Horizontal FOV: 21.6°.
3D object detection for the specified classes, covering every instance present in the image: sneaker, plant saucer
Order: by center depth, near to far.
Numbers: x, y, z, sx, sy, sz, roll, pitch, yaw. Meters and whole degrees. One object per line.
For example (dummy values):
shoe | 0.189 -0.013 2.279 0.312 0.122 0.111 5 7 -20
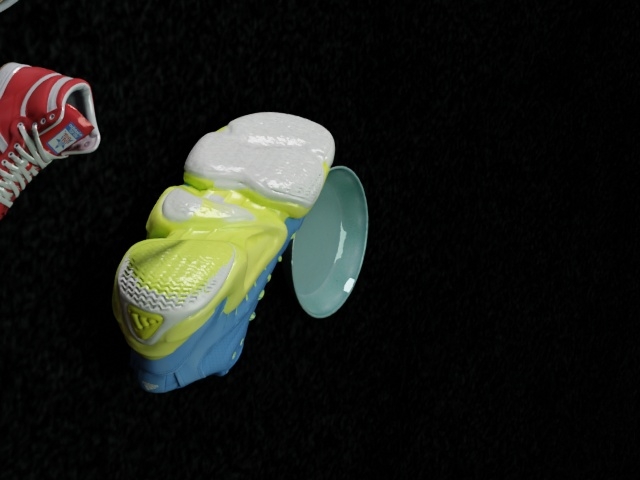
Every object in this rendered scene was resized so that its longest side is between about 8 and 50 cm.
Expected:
sneaker | -0.166 -0.043 0.936 0.042 0.067 0.118 40 64 -58
sneaker | -0.070 0.011 1.137 0.240 0.091 0.126 -48 157 -45
plant saucer | 0.000 0.000 1.301 0.119 0.021 0.119 -27 121 -56

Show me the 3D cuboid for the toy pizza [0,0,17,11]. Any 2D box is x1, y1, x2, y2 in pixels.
toy pizza | -0.181 -0.216 0.889 0.201 0.032 0.201 -28 123 -55
